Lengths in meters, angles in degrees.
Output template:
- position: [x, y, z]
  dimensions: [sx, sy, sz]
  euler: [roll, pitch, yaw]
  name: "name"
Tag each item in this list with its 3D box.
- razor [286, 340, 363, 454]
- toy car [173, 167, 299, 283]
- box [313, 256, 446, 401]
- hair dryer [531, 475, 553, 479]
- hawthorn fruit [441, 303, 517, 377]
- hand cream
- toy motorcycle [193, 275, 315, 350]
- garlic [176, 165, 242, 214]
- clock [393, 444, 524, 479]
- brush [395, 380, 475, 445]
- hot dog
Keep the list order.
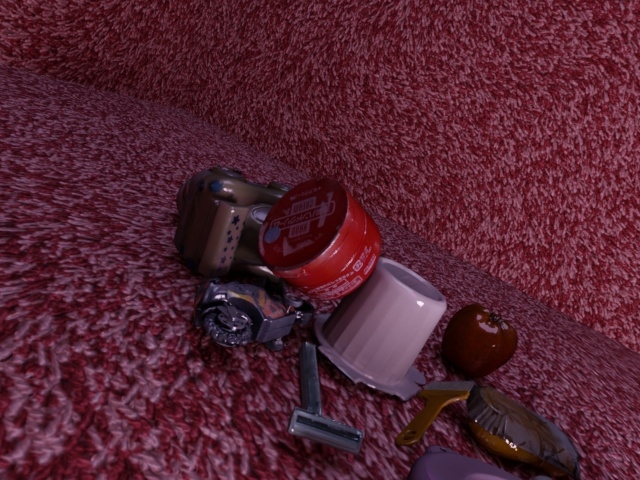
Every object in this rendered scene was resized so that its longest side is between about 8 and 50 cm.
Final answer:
- position: [-0.013, 0.252, 0.758]
  dimensions: [0.111, 0.056, 0.278]
  euler: [23, 8, -12]
  name: "razor"
- position: [-0.142, -0.019, 1.063]
  dimensions: [0.336, 0.242, 0.226]
  euler: [10, 16, -39]
  name: "toy car"
- position: [0.157, 0.174, 0.948]
  dimensions: [0.291, 0.206, 0.262]
  euler: [27, 16, -13]
  name: "box"
- position: [0.415, 0.466, 0.747]
  dimensions: [0.137, 0.047, 0.082]
  euler: [36, 18, 10]
  name: "hair dryer"
- position: [0.401, 0.259, 1.160]
  dimensions: [0.189, 0.189, 0.189]
  euler: [24, 15, -7]
  name: "hawthorn fruit"
- position: [0.000, 0.000, 0.915]
  dimensions: [0.149, 0.230, 0.230]
  euler: [44, 1, -39]
  name: "hand cream"
- position: [-0.134, 0.127, 0.861]
  dimensions: [0.173, 0.108, 0.307]
  euler: [27, 12, 24]
  name: "toy motorcycle"
- position: [-0.264, -0.108, 1.268]
  dimensions: [0.257, 0.207, 0.207]
  euler: [28, 13, -23]
  name: "garlic"
- position: [0.236, 0.382, 0.530]
  dimensions: [0.322, 0.113, 0.296]
  euler: [23, 4, 31]
  name: "clock"
- position: [0.210, 0.321, 0.855]
  dimensions: [0.103, 0.013, 0.272]
  euler: [-13, -1, 34]
  name: "brush"
- position: [0.402, 0.389, 0.910]
  dimensions: [0.270, 0.081, 0.162]
  euler: [30, 20, -11]
  name: "hot dog"
